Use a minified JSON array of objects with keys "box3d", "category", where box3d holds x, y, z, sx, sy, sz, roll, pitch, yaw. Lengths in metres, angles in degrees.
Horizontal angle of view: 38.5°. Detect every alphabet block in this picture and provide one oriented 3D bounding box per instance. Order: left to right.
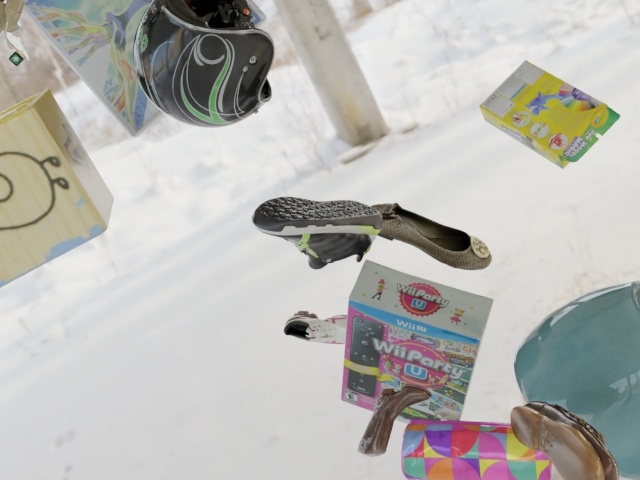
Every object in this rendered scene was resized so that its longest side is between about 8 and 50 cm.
[{"box3d":[-0.427,-0.078,1.300,0.192,0.197,0.193,-29,20,-2],"category":"alphabet block"}]

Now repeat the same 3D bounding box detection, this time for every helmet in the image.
[{"box3d":[-0.133,-0.211,1.068,0.169,0.169,0.161,-40,-23,-41],"category":"helmet"}]

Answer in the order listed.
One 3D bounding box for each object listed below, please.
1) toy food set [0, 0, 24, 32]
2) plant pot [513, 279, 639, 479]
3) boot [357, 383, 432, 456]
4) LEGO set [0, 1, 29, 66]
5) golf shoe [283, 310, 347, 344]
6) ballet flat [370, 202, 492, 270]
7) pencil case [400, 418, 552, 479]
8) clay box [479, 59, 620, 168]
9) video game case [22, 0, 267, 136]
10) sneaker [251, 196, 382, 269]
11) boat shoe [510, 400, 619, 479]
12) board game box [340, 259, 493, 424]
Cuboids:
[{"box3d":[-0.352,-0.288,1.041,0.078,0.122,0.019,-3,-14,37],"category":"toy food set"},{"box3d":[0.461,0.173,1.344,0.290,0.290,0.195,-47,-13,-54],"category":"plant pot"},{"box3d":[0.108,0.271,1.355,0.106,0.037,0.114,-20,33,48],"category":"boot"},{"box3d":[-0.609,-0.426,1.703,0.060,0.182,0.244,-41,48,14],"category":"LEGO set"},{"box3d":[0.008,0.205,2.042,0.186,0.067,0.086,3,18,24],"category":"golf shoe"},{"box3d":[0.197,-0.013,1.615,0.084,0.250,0.058,-85,19,-54],"category":"ballet flat"},{"box3d":[0.240,0.316,1.391,0.236,0.104,0.104,-5,20,14],"category":"pencil case"},{"box3d":[0.406,-0.218,1.619,0.127,0.053,0.222,-45,55,-5],"category":"clay box"},{"box3d":[-0.306,-0.390,1.512,0.300,0.329,0.036,-41,1,4],"category":"video game case"},{"box3d":[0.000,0.000,1.263,0.235,0.097,0.084,1,24,-44],"category":"sneaker"},{"box3d":[0.318,0.251,1.150,0.073,0.073,0.207,-2,14,-16],"category":"boat shoe"},{"box3d":[0.155,0.192,1.566,0.224,0.303,0.097,17,48,13],"category":"board game box"}]
